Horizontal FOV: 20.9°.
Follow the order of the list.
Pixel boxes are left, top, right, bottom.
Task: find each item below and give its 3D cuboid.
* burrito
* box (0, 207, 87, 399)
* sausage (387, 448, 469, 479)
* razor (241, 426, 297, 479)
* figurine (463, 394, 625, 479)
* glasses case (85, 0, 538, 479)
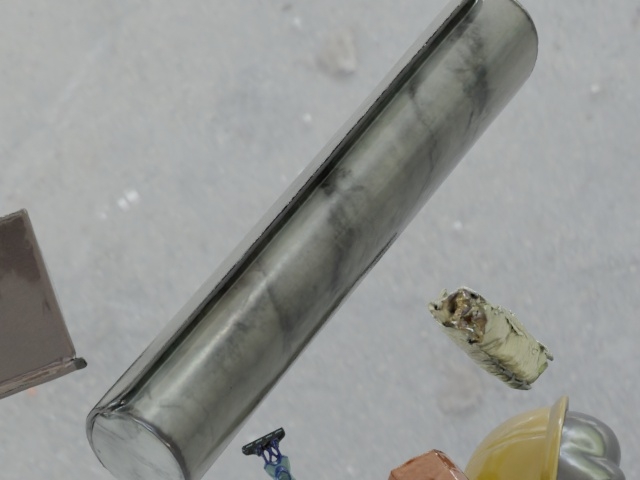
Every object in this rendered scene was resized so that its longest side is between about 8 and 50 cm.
[{"bbox_3d":[0.125,0.071,1.253,0.041,0.185,0.045,20,80,27],"label":"burrito"},{"bbox_3d":[-0.348,0.082,1.491,0.252,0.188,0.153,-18,92,-13],"label":"box"},{"bbox_3d":[0.101,0.215,1.132,0.065,0.065,0.169,-33,48,-3],"label":"sausage"},{"bbox_3d":[-0.023,0.251,1.600,0.044,0.028,0.154,-24,96,-14],"label":"razor"},{"bbox_3d":[0.239,0.252,1.490,0.257,0.192,0.167,33,106,-4],"label":"figurine"},{"bbox_3d":[0.000,0.000,0.876,0.060,0.114,0.299,38,66,5],"label":"glasses case"}]
